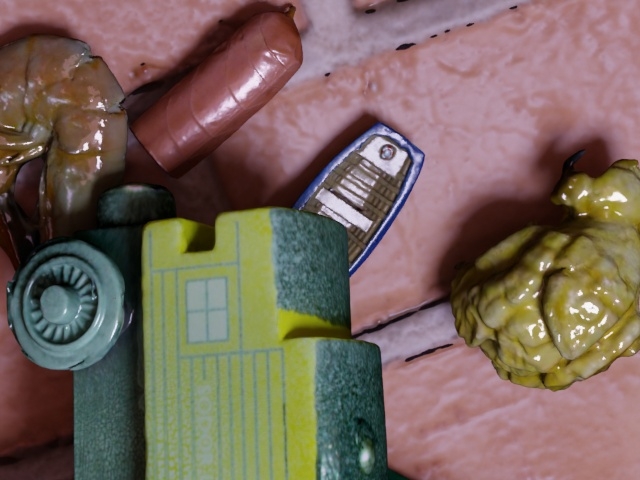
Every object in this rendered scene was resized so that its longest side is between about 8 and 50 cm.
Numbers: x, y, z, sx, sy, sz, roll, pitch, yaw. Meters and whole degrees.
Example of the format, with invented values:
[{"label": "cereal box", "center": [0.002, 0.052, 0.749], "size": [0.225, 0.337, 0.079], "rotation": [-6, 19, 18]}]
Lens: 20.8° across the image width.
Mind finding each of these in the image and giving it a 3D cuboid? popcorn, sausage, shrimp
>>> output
[{"label": "popcorn", "center": [0.210, 0.034, 1.475], "size": [0.173, 0.168, 0.195], "rotation": [33, 62, 2]}, {"label": "sausage", "center": [-0.075, -0.126, 1.435], "size": [0.169, 0.065, 0.065], "rotation": [-42, 106, 5]}, {"label": "shrimp", "center": [-0.228, -0.037, 1.439], "size": [0.145, 0.061, 0.267], "rotation": [0, 111, 5]}]

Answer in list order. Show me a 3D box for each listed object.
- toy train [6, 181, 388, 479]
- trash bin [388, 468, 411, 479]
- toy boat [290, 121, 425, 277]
[{"label": "toy train", "center": [-0.085, 0.166, 1.334], "size": [0.272, 0.179, 0.442], "rotation": [-6, 80, 24]}, {"label": "trash bin", "center": [0.133, 0.350, 1.496], "size": [0.381, 0.295, 0.259], "rotation": [32, 94, -1]}, {"label": "toy boat", "center": [0.000, 0.000, 1.485], "size": [0.080, 0.046, 0.229], "rotation": [34, 99, -15]}]
